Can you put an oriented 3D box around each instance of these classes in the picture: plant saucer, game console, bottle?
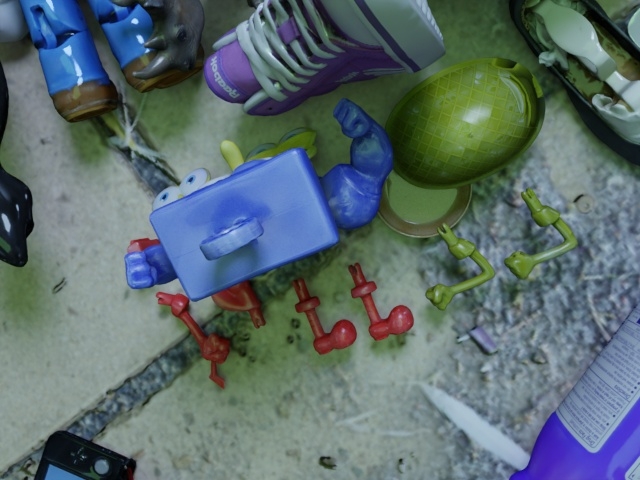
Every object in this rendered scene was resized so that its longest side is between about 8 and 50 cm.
[{"bbox_3d":[0.084,-0.044,0.584,0.084,0.015,0.083,1,94,7],"label":"plant saucer"},{"bbox_3d":[-0.219,0.263,0.611,0.124,0.085,0.144,21,96,5],"label":"game console"},{"bbox_3d":[0.224,0.157,0.529,0.092,0.118,0.282,35,97,3],"label":"bottle"}]

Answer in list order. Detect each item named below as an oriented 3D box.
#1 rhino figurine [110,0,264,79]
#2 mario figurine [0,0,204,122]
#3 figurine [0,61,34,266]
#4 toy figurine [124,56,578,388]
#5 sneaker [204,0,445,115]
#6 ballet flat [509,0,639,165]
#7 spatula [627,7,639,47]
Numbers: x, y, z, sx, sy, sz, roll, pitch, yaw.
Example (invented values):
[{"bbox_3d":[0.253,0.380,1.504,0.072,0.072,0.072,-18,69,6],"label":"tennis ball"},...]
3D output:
[{"bbox_3d":[-0.077,-0.224,0.518,0.073,0.106,0.243,27,84,33],"label":"rhino figurine"},{"bbox_3d":[-0.208,-0.270,0.574,0.198,0.170,0.320,-27,103,-27],"label":"mario figurine"},{"bbox_3d":[-0.318,-0.069,0.569,0.215,0.092,0.209,-9,99,42],"label":"figurine"},{"bbox_3d":[0.000,0.000,0.483,0.363,0.217,0.191,-20,90,13],"label":"toy figurine"},{"bbox_3d":[-0.010,-0.129,0.456,0.161,0.282,0.102,-23,93,9],"label":"sneaker"},{"bbox_3d":[0.220,-0.125,0.532,0.074,0.074,0.203,-42,88,8],"label":"ballet flat"},{"bbox_3d":[0.379,-0.188,0.533,0.242,0.019,0.168,-42,87,9],"label":"spatula"}]
